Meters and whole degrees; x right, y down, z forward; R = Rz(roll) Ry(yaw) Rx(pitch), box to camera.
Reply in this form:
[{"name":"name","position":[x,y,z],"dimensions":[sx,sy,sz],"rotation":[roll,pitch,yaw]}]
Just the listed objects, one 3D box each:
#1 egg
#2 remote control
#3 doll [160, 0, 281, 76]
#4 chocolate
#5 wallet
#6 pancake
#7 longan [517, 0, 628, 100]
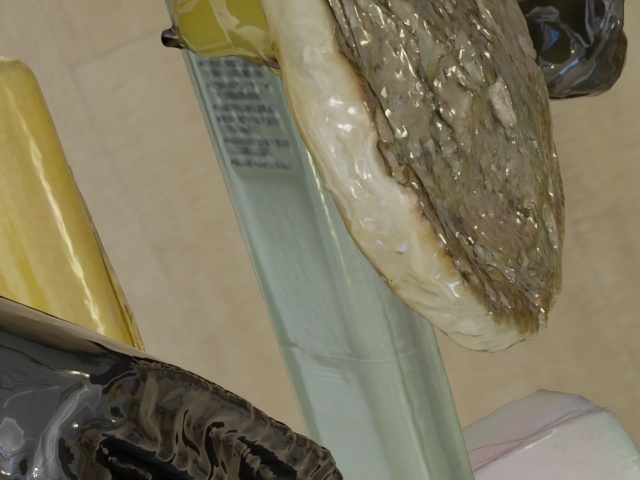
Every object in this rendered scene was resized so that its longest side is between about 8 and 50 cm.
[{"name":"egg","position":[0.101,0.245,1.208],"dimensions":[0.162,0.271,0.206],"rotation":[-3,45,-42]},{"name":"remote control","position":[0.001,0.000,0.807],"dimensions":[0.038,0.090,0.309],"rotation":[-33,115,-37]},{"name":"doll","position":[0.068,-0.138,0.611],"dimensions":[0.291,0.117,0.086],"rotation":[-29,103,27]},{"name":"chocolate","position":[-0.225,0.076,1.467],"dimensions":[0.162,0.162,0.445],"rotation":[-22,86,-10]},{"name":"wallet","position":[-0.205,0.020,0.595],"dimensions":[0.406,0.228,0.062],"rotation":[16,80,20]},{"name":"pancake","position":[0.025,-0.039,0.427],"dimensions":[0.022,0.139,0.139],"rotation":[-23,94,25]},{"name":"longan","position":[0.088,-0.158,0.739],"dimensions":[0.159,0.185,0.204],"rotation":[-9,94,-13]}]
